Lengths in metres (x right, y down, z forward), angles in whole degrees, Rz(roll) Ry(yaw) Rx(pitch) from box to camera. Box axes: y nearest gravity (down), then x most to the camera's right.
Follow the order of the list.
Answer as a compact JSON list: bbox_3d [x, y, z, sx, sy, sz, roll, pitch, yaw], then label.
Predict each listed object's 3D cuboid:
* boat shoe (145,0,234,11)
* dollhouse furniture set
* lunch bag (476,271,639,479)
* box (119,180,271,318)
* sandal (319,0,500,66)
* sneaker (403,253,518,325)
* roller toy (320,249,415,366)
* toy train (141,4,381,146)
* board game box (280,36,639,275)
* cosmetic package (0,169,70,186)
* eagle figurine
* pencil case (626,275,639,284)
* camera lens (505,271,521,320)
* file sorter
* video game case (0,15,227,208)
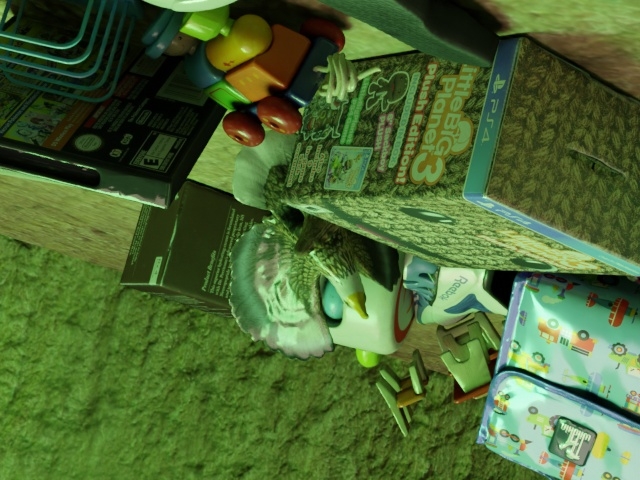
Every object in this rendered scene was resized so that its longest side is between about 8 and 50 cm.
[{"bbox_3d":[-0.145,-0.224,1.003,0.219,0.077,0.070,12,171,22],"label":"boat shoe"},{"bbox_3d":[0.237,0.194,2.017,0.262,0.135,0.259,-25,-176,9],"label":"dollhouse furniture set"},{"bbox_3d":[0.313,0.172,1.564,0.221,0.293,0.138,20,-150,16],"label":"lunch bag"},{"bbox_3d":[-0.174,0.019,2.115,0.203,0.168,0.167,20,169,-27],"label":"box"},{"bbox_3d":[0.059,-0.188,1.018,0.097,0.054,0.254,17,-178,27],"label":"sandal"},{"bbox_3d":[0.229,0.065,1.921,0.182,0.127,0.315,14,169,16],"label":"sneaker"},{"bbox_3d":[0.059,0.056,1.937,0.146,0.209,0.191,12,155,16],"label":"roller toy"},{"bbox_3d":[-0.056,-0.169,1.155,0.143,0.105,0.248,32,164,-19],"label":"toy train"},{"bbox_3d":[0.149,-0.068,1.260,0.232,0.141,0.291,21,168,-34],"label":"board game box"},{"bbox_3d":[-0.368,-0.146,1.585,0.309,0.113,0.160,12,168,38],"label":"cosmetic package"},{"bbox_3d":[0.002,0.011,1.655,0.226,0.225,0.298,4,163,-2],"label":"eagle figurine"},{"bbox_3d":[0.270,-0.019,1.486,0.236,0.104,0.104,14,170,7],"label":"pencil case"},{"bbox_3d":[0.381,0.112,1.697,0.274,0.219,0.219,11,169,18],"label":"camera lens"},{"bbox_3d":[-0.237,-0.200,1.188,0.118,0.104,0.170,14,170,4],"label":"file sorter"},{"bbox_3d":[-0.227,-0.130,1.291,0.248,0.035,0.275,14,-150,3],"label":"video game case"}]
